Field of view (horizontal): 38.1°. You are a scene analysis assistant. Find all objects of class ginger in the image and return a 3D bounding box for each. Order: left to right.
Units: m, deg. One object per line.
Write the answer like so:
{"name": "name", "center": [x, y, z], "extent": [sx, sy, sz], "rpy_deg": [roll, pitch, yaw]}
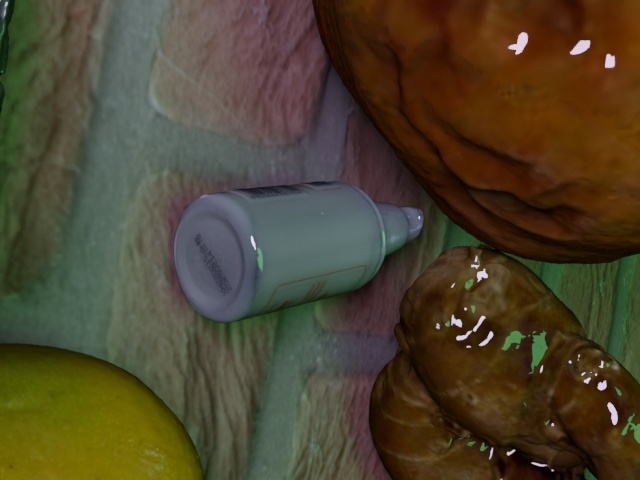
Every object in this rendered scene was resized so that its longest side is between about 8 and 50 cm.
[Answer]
{"name": "ginger", "center": [0.180, 0.180, 0.896], "extent": [0.152, 0.274, 0.357], "rpy_deg": [-43, 156, -42]}

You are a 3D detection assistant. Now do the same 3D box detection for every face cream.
{"name": "face cream", "center": [0.000, 0.000, 0.790], "extent": [0.252, 0.101, 0.101], "rpy_deg": [-10, 103, -48]}

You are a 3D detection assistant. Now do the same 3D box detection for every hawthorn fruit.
{"name": "hawthorn fruit", "center": [0.211, -0.190, 0.748], "extent": [0.472, 0.472, 0.471], "rpy_deg": [-10, 104, -48]}

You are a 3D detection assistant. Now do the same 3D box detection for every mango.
{"name": "mango", "center": [-0.178, 0.156, 0.587], "extent": [0.317, 0.119, 0.176], "rpy_deg": [35, 59, -50]}

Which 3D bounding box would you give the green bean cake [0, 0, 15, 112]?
{"name": "green bean cake", "center": [-0.254, -0.117, 0.486], "extent": [0.173, 0.094, 0.181], "rpy_deg": [6, 92, -50]}
